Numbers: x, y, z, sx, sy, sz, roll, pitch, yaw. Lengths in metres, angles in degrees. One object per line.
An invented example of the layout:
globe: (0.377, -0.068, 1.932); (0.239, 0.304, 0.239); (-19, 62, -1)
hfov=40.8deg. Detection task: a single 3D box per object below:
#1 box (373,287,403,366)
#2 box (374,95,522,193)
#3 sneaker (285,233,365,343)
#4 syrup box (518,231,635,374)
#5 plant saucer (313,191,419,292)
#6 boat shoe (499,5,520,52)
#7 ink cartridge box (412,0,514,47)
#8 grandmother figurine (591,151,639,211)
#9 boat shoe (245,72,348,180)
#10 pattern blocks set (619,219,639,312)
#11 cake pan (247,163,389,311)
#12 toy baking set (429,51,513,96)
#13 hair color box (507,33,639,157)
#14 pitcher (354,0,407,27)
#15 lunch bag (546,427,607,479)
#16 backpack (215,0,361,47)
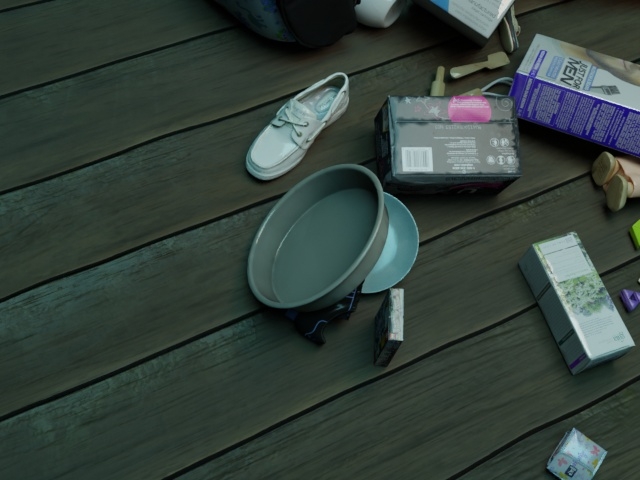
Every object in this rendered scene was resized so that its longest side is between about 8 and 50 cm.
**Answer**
box: (0.116, 0.150, 1.475); (0.027, 0.137, 0.094); (5, 63, -5)
box: (0.238, -0.176, 1.637); (0.247, 0.142, 0.163); (-1, 79, -7)
sneaker: (0.045, 0.078, 1.513); (0.090, 0.081, 0.232); (43, 90, 7)
syrup box: (0.461, 0.113, 1.565); (0.093, 0.096, 0.237); (-16, 68, -13)
plant saucer: (0.082, 0.003, 1.581); (0.195, 0.037, 0.195); (0, 78, 2)
boat shoe: (0.412, -0.465, 1.870); (0.043, 0.049, 0.137); (-2, 60, -12)
ink cartridge box: (0.333, -0.568, 1.749); (0.198, 0.197, 0.270); (34, 100, 2)
grandmother figurine: (0.724, -0.141, 1.729); (0.342, 0.104, 0.208); (-5, 62, -13)
boat shoe: (-0.044, -0.232, 1.661); (0.098, 0.096, 0.277); (37, 65, 9)
pattern blocks set: (0.717, 0.065, 1.663); (0.325, 0.026, 0.285); (-30, 72, -20)
cake pan: (0.000, 0.000, 1.487); (0.054, 0.293, 0.293); (41, 55, -37)
toy baking set: (0.316, -0.284, 1.779); (0.197, 0.030, 0.256); (10, 69, -10)
hair color box: (0.556, -0.284, 1.710); (0.339, 0.110, 0.185); (22, 43, 11)
pitcher: (0.073, -0.544, 1.788); (0.207, 0.178, 0.125); (39, 93, 12)
lunch bag: (0.433, 0.373, 1.459); (0.071, 0.053, 0.083); (36, 74, 11)
backpack: (-0.118, -0.561, 1.720); (0.273, 0.290, 0.355); (-31, 64, -3)
